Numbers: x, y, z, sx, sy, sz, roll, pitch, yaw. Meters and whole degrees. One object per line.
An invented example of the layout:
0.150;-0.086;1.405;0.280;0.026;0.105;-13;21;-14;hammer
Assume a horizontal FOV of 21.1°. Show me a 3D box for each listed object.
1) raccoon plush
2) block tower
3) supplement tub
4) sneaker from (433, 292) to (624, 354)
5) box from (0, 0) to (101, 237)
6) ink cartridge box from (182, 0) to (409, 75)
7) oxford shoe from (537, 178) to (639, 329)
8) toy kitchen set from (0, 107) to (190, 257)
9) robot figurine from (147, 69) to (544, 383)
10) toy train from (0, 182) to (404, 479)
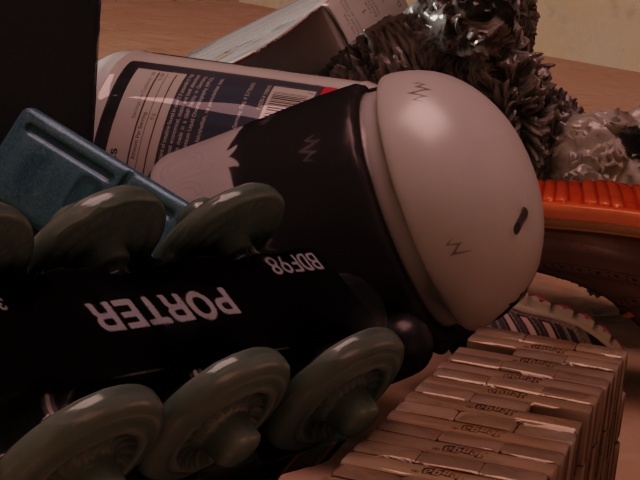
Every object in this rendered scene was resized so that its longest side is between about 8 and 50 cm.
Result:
0.097;-0.012;1.434;0.446;0.299;0.216;-32;-9;23;raccoon plush
0.082;0.124;0.854;0.097;0.091;0.335;8;12;15;block tower
-0.085;-0.040;1.285;0.272;0.191;0.191;9;13;15;supplement tub
0.134;0.074;1.186;0.170;0.074;0.063;24;-14;-23;sneaker
-0.300;-0.068;1.080;0.212;0.293;0.395;-1;14;-25;box
-0.086;-0.135;1.489;0.275;0.060;0.239;-21;15;35;ink cartridge box
0.253;0.039;1.201;0.364;0.132;0.130;12;13;9;oxford shoe
-0.168;0.037;0.831;0.122;0.207;0.166;31;-2;18;toy kitchen set
0.001;0.003;1.068;0.278;0.209;0.173;-20;-10;15;robot figurine
-0.104;0.079;0.756;0.142;0.190;0.334;50;29;21;toy train
